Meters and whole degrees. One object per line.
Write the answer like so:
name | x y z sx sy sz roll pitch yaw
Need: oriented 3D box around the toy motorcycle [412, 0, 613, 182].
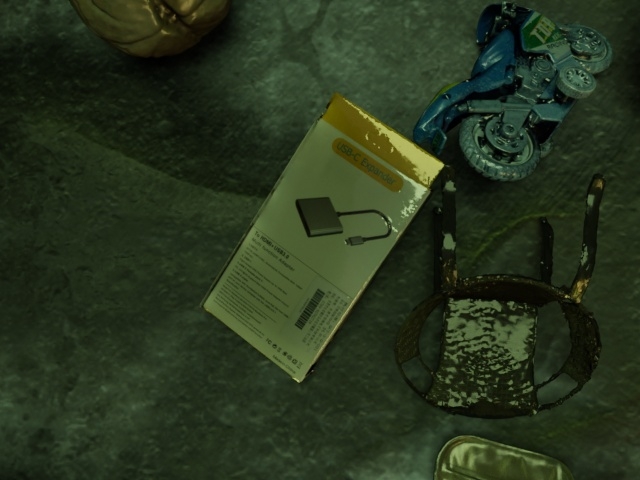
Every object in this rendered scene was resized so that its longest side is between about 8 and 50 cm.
toy motorcycle | 0.184 -0.154 0.625 0.135 0.092 0.254 35 59 11

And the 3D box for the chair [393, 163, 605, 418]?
chair | 0.156 0.056 0.577 0.174 0.149 0.213 5 83 5

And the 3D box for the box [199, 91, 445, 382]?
box | 0.000 0.000 0.617 0.129 0.033 0.247 37 102 12

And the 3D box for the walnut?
walnut | -0.184 -0.297 0.667 0.178 0.178 0.231 -23 72 0

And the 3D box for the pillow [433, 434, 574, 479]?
pillow | 0.149 0.291 0.582 0.130 0.033 0.218 13 82 3
